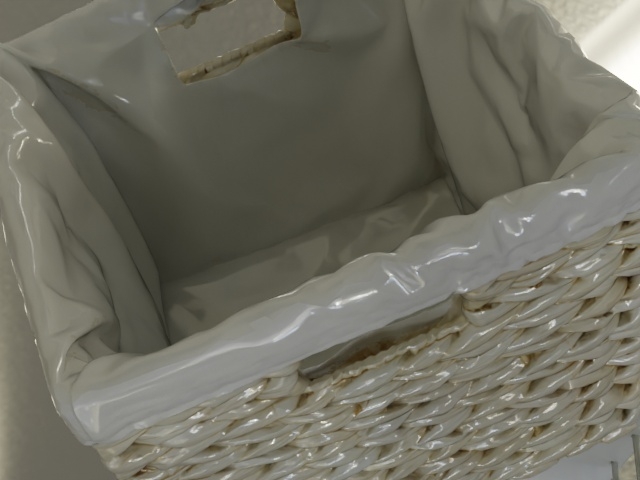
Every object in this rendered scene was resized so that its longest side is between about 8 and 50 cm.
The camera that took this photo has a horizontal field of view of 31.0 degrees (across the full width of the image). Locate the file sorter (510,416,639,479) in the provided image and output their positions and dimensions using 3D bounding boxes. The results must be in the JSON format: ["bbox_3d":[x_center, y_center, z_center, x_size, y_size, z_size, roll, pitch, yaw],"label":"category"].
[{"bbox_3d":[0.199,0.261,1.091,0.277,0.193,0.173,100,-4,-55],"label":"file sorter"}]

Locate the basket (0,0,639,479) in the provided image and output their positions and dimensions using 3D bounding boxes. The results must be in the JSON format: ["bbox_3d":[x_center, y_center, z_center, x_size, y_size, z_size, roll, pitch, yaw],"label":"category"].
[{"bbox_3d":[0.000,0.000,0.730,0.331,0.328,0.266,-117,-174,-46],"label":"basket"}]
